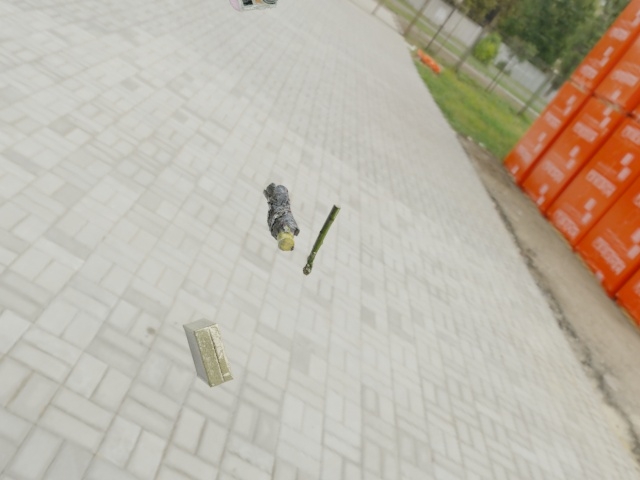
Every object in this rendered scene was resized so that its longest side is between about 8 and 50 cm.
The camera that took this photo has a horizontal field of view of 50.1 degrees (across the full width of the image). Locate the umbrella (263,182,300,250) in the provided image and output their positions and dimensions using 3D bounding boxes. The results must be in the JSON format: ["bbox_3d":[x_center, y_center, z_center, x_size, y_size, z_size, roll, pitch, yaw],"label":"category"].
[{"bbox_3d":[-0.051,-0.032,0.883,0.144,0.037,0.040,-107,172,-58],"label":"umbrella"}]

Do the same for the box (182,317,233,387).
[{"bbox_3d":[-0.150,0.150,0.915,0.035,0.083,0.079,-17,5,-22],"label":"box"}]

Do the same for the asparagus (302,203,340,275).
[{"bbox_3d":[0.000,0.000,1.096,0.018,0.127,0.015,36,18,36],"label":"asparagus"}]

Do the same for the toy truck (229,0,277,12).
[{"bbox_3d":[-0.149,-0.542,1.272,0.098,0.114,0.227,-98,174,-50],"label":"toy truck"}]
